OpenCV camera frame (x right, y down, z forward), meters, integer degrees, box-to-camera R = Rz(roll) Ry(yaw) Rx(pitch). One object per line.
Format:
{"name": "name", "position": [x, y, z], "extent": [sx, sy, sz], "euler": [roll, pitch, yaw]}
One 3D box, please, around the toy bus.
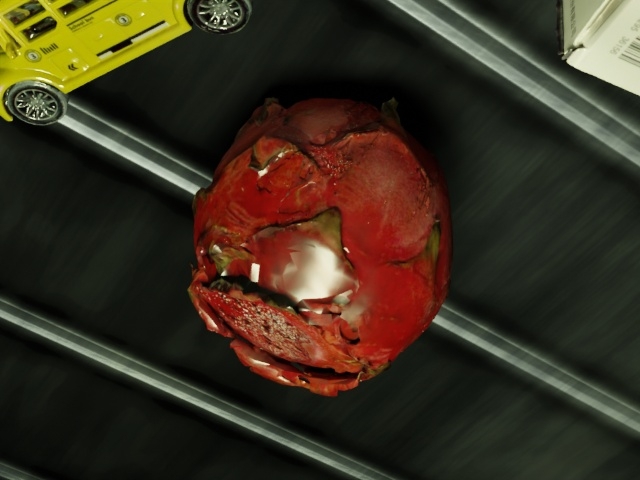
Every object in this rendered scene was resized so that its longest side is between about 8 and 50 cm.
{"name": "toy bus", "position": [-0.202, -0.244, 1.404], "extent": [0.331, 0.145, 0.151], "euler": [-22, 135, 25]}

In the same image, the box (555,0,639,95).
{"name": "box", "position": [0.285, -0.275, 1.167], "extent": [0.145, 0.333, 0.173], "euler": [18, 140, -14]}

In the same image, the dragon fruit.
{"name": "dragon fruit", "position": [0.000, 0.000, 1.582], "extent": [0.295, 0.302, 0.295], "euler": [6, 148, 4]}
